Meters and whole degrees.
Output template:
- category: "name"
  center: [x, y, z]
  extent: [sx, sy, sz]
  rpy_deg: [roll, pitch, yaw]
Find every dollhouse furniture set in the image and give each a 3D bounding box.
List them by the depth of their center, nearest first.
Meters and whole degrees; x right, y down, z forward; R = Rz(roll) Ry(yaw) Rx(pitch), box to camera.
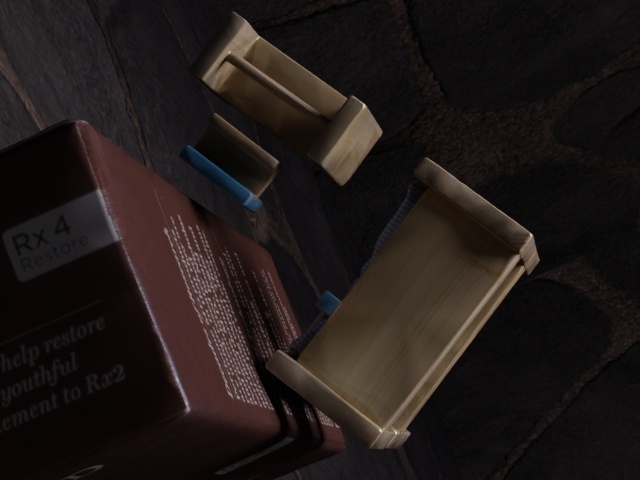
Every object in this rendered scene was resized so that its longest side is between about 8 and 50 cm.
- category: "dollhouse furniture set"
  center: [0.000, 0.000, 0.946]
  extent: [0.183, 0.129, 0.129]
  rpy_deg: [37, 0, 11]

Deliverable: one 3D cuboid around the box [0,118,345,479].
- category: "box"
  center: [-0.122, 0.071, 0.908]
  extent: [0.381, 0.191, 0.143]
  rpy_deg: [40, 27, -75]
